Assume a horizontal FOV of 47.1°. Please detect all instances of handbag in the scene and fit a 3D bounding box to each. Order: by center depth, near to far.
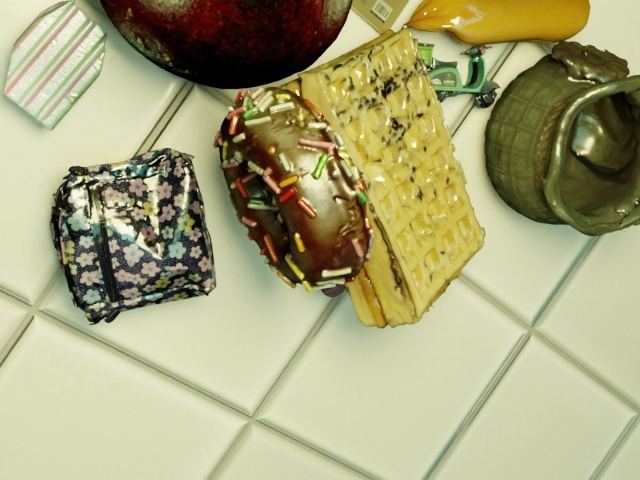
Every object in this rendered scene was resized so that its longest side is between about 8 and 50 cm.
[{"bbox_3d":[-0.255,-0.005,1.000,0.208,0.127,0.228,-11,110,-14],"label":"handbag"}]

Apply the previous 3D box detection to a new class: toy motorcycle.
[{"bbox_3d":[0.212,-0.263,1.164,0.173,0.058,0.100,-1,100,-21],"label":"toy motorcycle"}]

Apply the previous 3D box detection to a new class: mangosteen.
[{"bbox_3d":[-0.106,-0.335,0.860,0.330,0.330,0.330,-7,108,-21],"label":"mangosteen"}]

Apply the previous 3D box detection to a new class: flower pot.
[{"bbox_3d":[0.423,-0.165,1.186,0.302,0.213,0.301,-10,115,-22],"label":"flower pot"}]

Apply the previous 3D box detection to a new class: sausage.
[{"bbox_3d":[0.269,-0.356,1.135,0.328,0.112,0.112,-10,109,-21],"label":"sausage"}]

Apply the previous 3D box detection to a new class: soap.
[{"bbox_3d":[-0.338,-0.229,0.936,0.100,0.056,0.149,40,88,-30],"label":"soap"}]

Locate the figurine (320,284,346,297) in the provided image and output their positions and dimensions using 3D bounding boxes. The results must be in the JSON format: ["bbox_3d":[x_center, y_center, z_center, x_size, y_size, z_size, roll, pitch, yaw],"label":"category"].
[{"bbox_3d":[0.009,0.000,1.125,0.157,0.114,0.126,54,44,-21],"label":"figurine"}]

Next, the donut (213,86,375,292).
[{"bbox_3d":[-0.039,-0.058,0.897,0.103,0.270,0.269,-28,115,-18],"label":"donut"}]

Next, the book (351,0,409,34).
[{"bbox_3d":[0.101,-0.426,1.089,0.138,0.016,0.198,34,91,-27],"label":"book"}]

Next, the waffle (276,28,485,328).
[{"bbox_3d":[0.100,-0.096,1.063,0.261,0.114,0.376,-36,111,-41],"label":"waffle"}]
